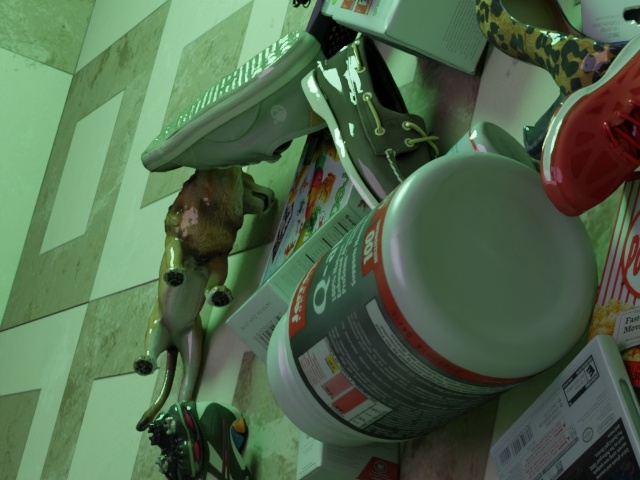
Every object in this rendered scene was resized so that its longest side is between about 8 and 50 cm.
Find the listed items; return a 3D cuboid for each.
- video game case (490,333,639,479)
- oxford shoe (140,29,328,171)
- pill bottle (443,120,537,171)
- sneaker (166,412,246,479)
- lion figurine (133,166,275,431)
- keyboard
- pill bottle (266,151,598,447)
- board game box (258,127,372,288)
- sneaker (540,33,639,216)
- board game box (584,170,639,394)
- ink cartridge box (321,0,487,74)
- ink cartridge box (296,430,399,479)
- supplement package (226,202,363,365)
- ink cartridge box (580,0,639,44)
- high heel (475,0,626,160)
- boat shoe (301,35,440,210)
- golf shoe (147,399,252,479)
[{"bbox_3d":[0.216,0.202,1.204,0.190,0.022,0.173,-57,36,44],"label":"video game case"},{"bbox_3d":[-0.113,-0.155,1.979,0.449,0.130,0.169,-20,28,55],"label":"oxford shoe"},{"bbox_3d":[0.145,-0.042,1.507,0.160,0.087,0.087,-47,31,26],"label":"pill bottle"},{"bbox_3d":[-0.184,0.317,1.961,0.221,0.087,0.083,-65,23,12],"label":"sneaker"},{"bbox_3d":[-0.197,0.073,2.125,0.240,0.142,0.392,-95,29,-57],"label":"lion figurine"},{"bbox_3d":[0.037,-0.365,1.922,0.033,0.201,0.317,29,105,28],"label":"keyboard"},{"bbox_3d":[0.088,0.076,1.388,0.363,0.210,0.210,137,146,-58],"label":"pill bottle"},{"bbox_3d":[0.000,0.000,1.853,0.193,0.053,0.305,2,73,65],"label":"board game box"},{"bbox_3d":[0.282,-0.115,1.229,0.128,0.087,0.221,-14,36,57],"label":"sneaker"},{"bbox_3d":[0.295,0.034,1.199,0.147,0.045,0.193,-6,66,64],"label":"board game box"},{"bbox_3d":[0.144,-0.382,1.747,0.309,0.130,0.272,-67,22,7],"label":"ink cartridge box"},{"bbox_3d":[0.032,0.205,1.566,0.056,0.099,0.135,-43,34,48],"label":"ink cartridge box"},{"bbox_3d":[-0.004,0.060,1.655,0.179,0.105,0.105,-45,0,-44],"label":"supplement package"},{"bbox_3d":[0.313,-0.294,1.379,0.206,0.045,0.208,-170,74,-67],"label":"ink cartridge box"},{"bbox_3d":[0.238,-0.231,1.426,0.186,0.093,0.261,132,130,-61],"label":"high heel"},{"bbox_3d":[0.080,-0.116,1.677,0.097,0.116,0.324,-42,46,16],"label":"boat shoe"},{"bbox_3d":[-0.135,0.337,1.836,0.105,0.120,0.273,-18,78,54],"label":"golf shoe"}]
